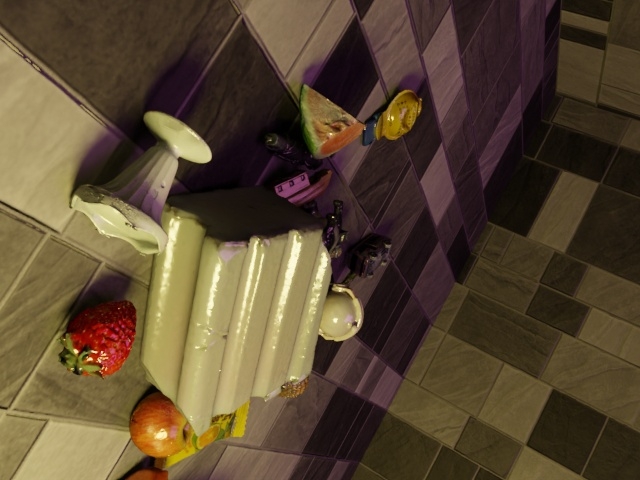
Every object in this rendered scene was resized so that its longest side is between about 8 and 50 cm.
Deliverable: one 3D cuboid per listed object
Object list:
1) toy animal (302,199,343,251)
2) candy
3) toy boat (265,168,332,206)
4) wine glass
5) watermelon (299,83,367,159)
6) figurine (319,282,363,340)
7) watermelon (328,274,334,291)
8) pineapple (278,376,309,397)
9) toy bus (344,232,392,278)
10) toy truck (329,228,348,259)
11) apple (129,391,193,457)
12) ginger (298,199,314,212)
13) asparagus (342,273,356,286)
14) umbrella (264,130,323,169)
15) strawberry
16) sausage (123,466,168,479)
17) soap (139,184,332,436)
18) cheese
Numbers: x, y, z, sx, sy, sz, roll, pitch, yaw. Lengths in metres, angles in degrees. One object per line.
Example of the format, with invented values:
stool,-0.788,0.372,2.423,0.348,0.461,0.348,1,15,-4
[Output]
toy animal,-0.005,-0.019,1.509,0.225,0.093,0.121,-65,160,-72
candy,-0.288,0.460,1.641,0.297,0.081,0.187,-8,120,-49
toy boat,-0.059,-0.122,1.508,0.200,0.057,0.077,-27,114,-26
wine glass,-0.277,-0.094,1.042,0.197,0.164,0.165,-62,156,-18
watermelon,0.003,-0.277,1.477,0.128,0.146,0.231,-39,175,15
figurine,0.025,0.189,1.822,0.141,0.236,0.163,3,108,-56
watermelon,0.015,0.178,1.970,0.092,0.075,0.182,-34,141,-54
pineapple,-0.138,0.403,1.857,0.251,0.125,0.125,9,106,-59
toy bus,0.157,0.047,2.107,0.178,0.098,0.087,-36,145,-51
toy truck,0.000,0.000,1.763,0.192,0.083,0.092,-16,128,-60
apple,-0.346,0.397,1.415,0.146,0.146,0.147,-45,149,-36
ginger,-0.101,0.004,1.579,0.333,0.080,0.166,-56,143,-14
asparagus,0.125,0.102,2.172,0.236,0.027,0.034,-45,138,-37
umbrella,-0.059,-0.210,1.480,0.235,0.059,0.066,10,81,-63
strawberry,-0.378,0.173,1.135,0.148,0.131,0.131,-22,132,-58
sausage,-0.469,0.611,1.406,0.348,0.093,0.097,-32,127,-47
soap,-0.170,0.123,1.344,0.350,0.212,0.436,-15,128,-44
cheese,0.204,-0.346,1.863,0.250,0.064,0.157,-32,141,-34
